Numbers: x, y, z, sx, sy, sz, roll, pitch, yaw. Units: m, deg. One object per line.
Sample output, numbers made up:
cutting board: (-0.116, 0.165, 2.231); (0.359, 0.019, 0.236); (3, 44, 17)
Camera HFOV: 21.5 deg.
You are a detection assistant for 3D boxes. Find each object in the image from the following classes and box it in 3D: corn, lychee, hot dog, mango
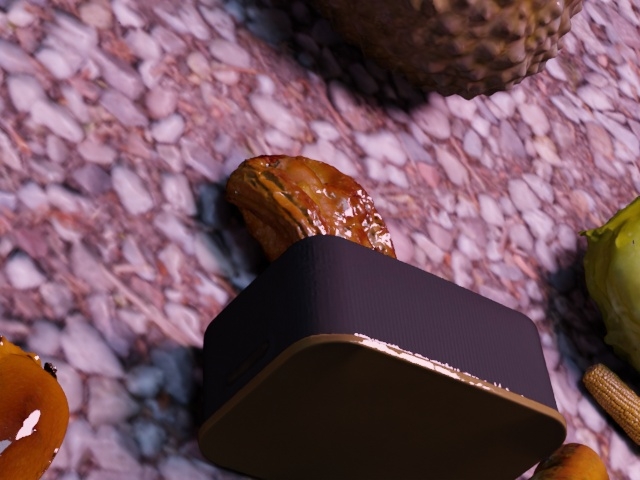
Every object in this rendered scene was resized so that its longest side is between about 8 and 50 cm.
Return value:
corn: (0.230, 0.127, 1.269); (0.083, 0.027, 0.028); (45, 24, -2)
lychee: (0.097, -0.243, 1.266); (0.255, 0.255, 0.274); (-31, 98, -51)
hot dog: (-0.002, 0.001, 1.121); (0.147, 0.065, 0.099); (57, 30, 11)
mango: (-0.177, 0.106, 0.873); (0.077, 0.063, 0.127); (14, 43, 13)

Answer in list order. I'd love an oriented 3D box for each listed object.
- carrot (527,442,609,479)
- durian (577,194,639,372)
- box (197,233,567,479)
carrot: (0.126, 0.218, 1.071); (0.070, 0.070, 0.260); (47, 37, -4)
durian: (0.364, 0.058, 1.317); (0.339, 0.204, 0.256); (42, 51, -8)
box: (0.035, 0.086, 1.027); (0.201, 0.144, 0.090); (22, 43, -29)
